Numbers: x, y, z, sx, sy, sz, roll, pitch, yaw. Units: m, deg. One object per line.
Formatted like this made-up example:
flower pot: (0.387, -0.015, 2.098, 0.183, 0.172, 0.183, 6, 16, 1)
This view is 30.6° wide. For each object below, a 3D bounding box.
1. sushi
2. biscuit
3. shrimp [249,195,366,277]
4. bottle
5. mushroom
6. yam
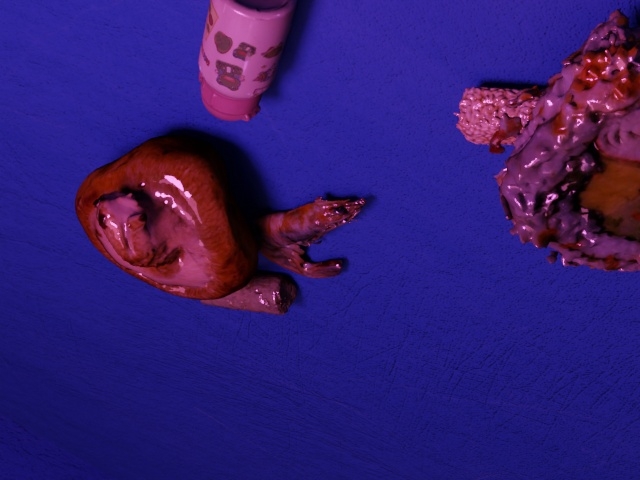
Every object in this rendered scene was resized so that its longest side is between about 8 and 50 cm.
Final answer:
sushi: (0.411, -0.095, 1.474, 0.417, 0.176, 0.417, 2, 139, 2)
biscuit: (0.273, -0.170, 1.604, 0.168, 0.070, 0.082, 4, 170, 26)
shrimp: (0.000, 0.000, 1.987, 0.296, 0.058, 0.169, -15, 132, 47)
bottle: (-0.115, -0.275, 1.684, 0.120, 0.120, 0.253, 27, 142, 2)
mushroom: (-0.272, -0.018, 1.958, 0.345, 0.260, 0.345, 18, 141, 15)
yam: (-0.134, 0.095, 2.155, 0.179, 0.078, 0.078, 4, 136, 31)
